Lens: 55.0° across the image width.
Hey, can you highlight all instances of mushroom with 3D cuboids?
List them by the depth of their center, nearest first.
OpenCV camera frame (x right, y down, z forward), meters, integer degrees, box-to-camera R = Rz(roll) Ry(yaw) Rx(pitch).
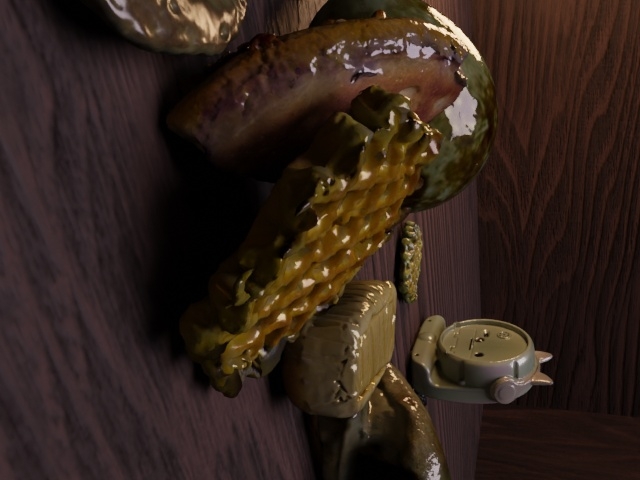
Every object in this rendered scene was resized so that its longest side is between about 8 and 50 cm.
[{"bbox_3d":[0.105,0.302,0.899,0.217,0.212,0.292,-43,125,-53],"label":"mushroom"}]

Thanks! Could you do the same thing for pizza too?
[{"bbox_3d":[0.007,-0.135,0.558,0.085,0.306,0.161,60,-28,22],"label":"pizza"}]

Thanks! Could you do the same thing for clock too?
[{"bbox_3d":[0.392,0.283,1.490,0.265,0.324,0.108,-47,135,-63],"label":"clock"}]

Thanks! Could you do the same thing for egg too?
[{"bbox_3d":[0.086,-0.166,0.749,0.289,0.238,0.238,46,46,-39],"label":"egg"}]

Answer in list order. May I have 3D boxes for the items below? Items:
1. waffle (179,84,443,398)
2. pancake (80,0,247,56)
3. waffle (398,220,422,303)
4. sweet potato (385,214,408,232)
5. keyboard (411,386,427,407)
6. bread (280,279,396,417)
[{"bbox_3d":[-0.007,0.009,0.557,0.329,0.062,0.329,-45,164,-16],"label":"waffle"},{"bbox_3d":[-0.121,-0.233,0.435,0.222,0.042,0.236,61,31,-41],"label":"pancake"},{"bbox_3d":[0.201,0.050,1.370,0.169,0.036,0.183,45,51,-67],"label":"waffle"},{"bbox_3d":[0.105,-0.205,0.968,0.130,0.131,0.422,41,48,-65],"label":"sweet potato"},{"bbox_3d":[0.209,0.426,1.426,0.317,0.027,0.106,-43,131,-64],"label":"keyboard"},{"bbox_3d":[0.027,0.125,0.781,0.236,0.106,0.140,-30,120,-68],"label":"bread"}]
